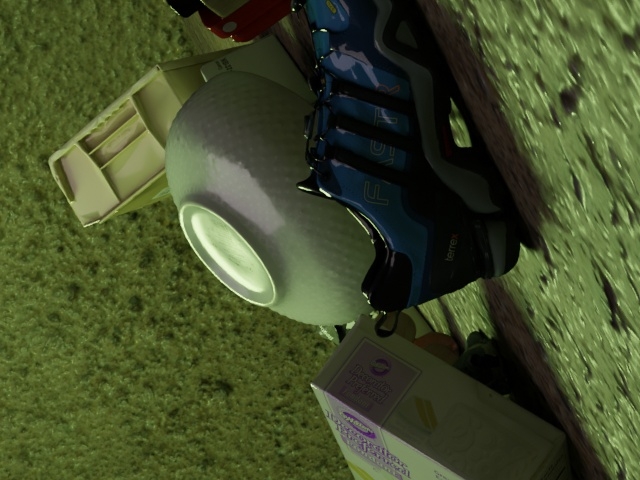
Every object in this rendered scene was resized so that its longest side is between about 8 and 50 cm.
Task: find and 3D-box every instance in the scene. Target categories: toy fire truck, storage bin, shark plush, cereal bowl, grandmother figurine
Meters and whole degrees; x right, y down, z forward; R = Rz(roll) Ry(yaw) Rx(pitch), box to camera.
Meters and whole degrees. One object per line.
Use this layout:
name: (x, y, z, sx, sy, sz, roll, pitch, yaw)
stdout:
toy fire truck: (-0.092, -0.279, 1.645, 0.246, 0.158, 0.217, 34, -152, -54)
storage bin: (-0.211, -0.148, 2.300, 0.123, 0.260, 0.262, 58, -149, 4)
shark plush: (0.153, 0.138, 1.612, 0.073, 0.067, 0.161, 63, 176, -1)
cereal bowl: (-0.062, -0.025, 1.888, 0.339, 0.141, 0.339, 38, 156, 20)
grandmother figurine: (0.143, 0.206, 2.014, 0.208, 0.104, 0.342, 48, 173, 24)

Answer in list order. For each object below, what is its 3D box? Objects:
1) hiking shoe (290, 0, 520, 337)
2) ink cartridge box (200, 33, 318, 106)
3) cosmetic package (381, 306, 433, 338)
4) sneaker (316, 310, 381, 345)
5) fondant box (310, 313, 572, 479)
hiking shoe: (0.032, -0.090, 1.195, 0.304, 0.132, 0.113, 63, 176, 3)
ink cartridge box: (-0.039, -0.105, 2.119, 0.197, 0.114, 0.272, 59, 175, 51)
cosmetic package: (0.121, 0.124, 2.117, 0.060, 0.041, 0.115, 65, 175, -26)
sneaker: (0.043, 0.125, 2.645, 0.078, 0.106, 0.234, 60, 175, 18)
fondant box: (0.136, 0.234, 1.633, 0.238, 0.096, 0.330, 30, 160, 26)
